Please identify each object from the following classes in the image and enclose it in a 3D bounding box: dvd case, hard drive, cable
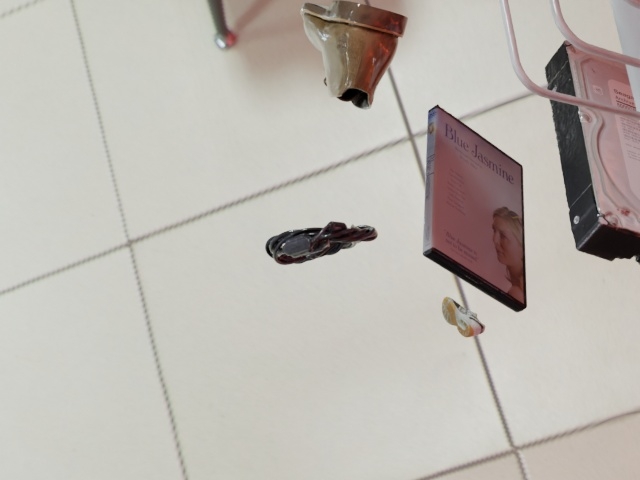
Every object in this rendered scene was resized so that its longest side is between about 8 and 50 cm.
[{"bbox_3d":[0.210,-0.045,1.574,0.022,0.180,0.253,-33,38,40],"label":"dvd case"},{"bbox_3d":[0.417,-0.098,1.490,0.237,0.064,0.339,17,45,-16],"label":"hard drive"},{"bbox_3d":[0.000,0.000,1.829,0.184,0.150,0.047,-22,80,51],"label":"cable"}]

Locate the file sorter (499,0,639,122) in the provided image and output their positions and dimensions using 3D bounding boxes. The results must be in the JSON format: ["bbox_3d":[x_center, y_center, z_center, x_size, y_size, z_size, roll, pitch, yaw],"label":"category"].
[{"bbox_3d":[0.290,-0.250,0.968,0.173,0.277,0.193,8,61,-26],"label":"file sorter"}]

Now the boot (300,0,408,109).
[{"bbox_3d":[0.025,-0.228,1.439,0.112,0.305,0.115,12,98,-10],"label":"boot"}]

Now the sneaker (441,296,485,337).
[{"bbox_3d":[0.208,0.112,1.702,0.083,0.037,0.032,53,138,43],"label":"sneaker"}]
